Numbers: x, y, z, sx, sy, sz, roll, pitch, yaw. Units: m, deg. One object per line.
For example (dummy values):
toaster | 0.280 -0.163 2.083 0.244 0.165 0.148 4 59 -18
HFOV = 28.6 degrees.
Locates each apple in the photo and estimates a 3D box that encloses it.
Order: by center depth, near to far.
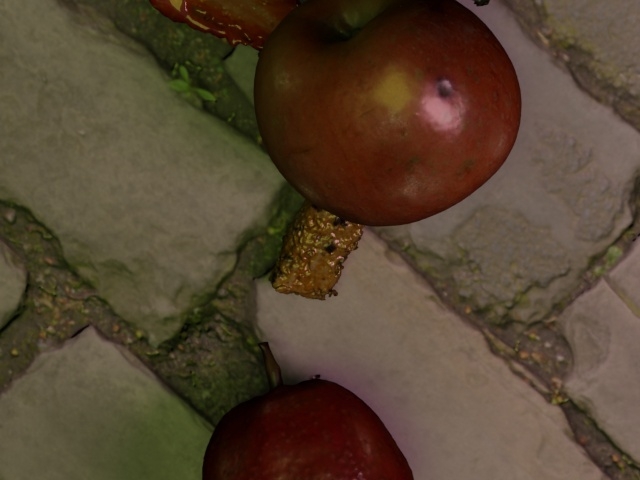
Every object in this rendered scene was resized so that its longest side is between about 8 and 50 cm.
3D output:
apple | 0.061 -0.138 1.209 0.254 0.253 0.253 2 104 9

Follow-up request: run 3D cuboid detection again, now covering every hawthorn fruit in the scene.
hawthorn fruit | -0.024 0.237 1.348 0.230 0.210 0.266 -15 86 18

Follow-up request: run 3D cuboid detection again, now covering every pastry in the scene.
pastry | 0.000 0.000 1.358 0.080 0.056 0.140 17 104 -7

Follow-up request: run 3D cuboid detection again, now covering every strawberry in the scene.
strawberry | -0.094 -0.264 1.305 0.188 0.082 0.121 35 126 -10

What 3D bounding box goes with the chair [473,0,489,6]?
chair | 0.187 -0.294 1.216 0.270 0.136 0.147 22 107 2
